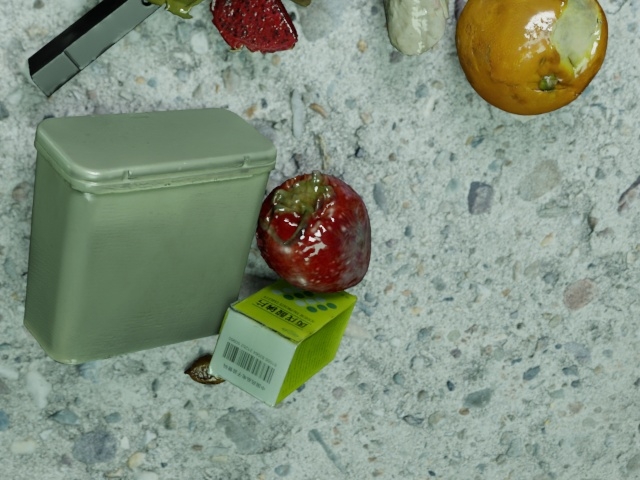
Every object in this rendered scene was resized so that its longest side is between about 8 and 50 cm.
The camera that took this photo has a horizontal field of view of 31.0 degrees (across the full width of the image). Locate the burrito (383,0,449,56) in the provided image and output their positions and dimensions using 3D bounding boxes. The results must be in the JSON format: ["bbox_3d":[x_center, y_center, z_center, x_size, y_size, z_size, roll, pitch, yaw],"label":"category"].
[{"bbox_3d":[0.135,-0.444,1.757,0.105,0.143,0.299,-3,116,11],"label":"burrito"}]

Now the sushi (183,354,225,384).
[{"bbox_3d":[-0.195,0.232,2.079,0.099,0.047,0.050,11,103,-3],"label":"sushi"}]

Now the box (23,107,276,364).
[{"bbox_3d":[-0.273,-0.010,1.794,0.352,0.177,0.344,-9,125,-38],"label":"box"}]

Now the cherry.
[{"bbox_3d":[0.000,0.000,1.932,0.175,0.192,0.250,-10,140,34],"label":"cherry"}]

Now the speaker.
[{"bbox_3d":[-0.338,-0.307,1.718,0.218,0.082,0.044,-37,121,6],"label":"speaker"}]

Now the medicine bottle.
[{"bbox_3d":[-0.062,0.158,1.949,0.137,0.250,0.141,29,116,16],"label":"medicine bottle"}]

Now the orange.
[{"bbox_3d":[0.333,-0.317,1.831,0.240,0.240,0.240,-7,120,-13],"label":"orange"}]

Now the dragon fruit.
[{"bbox_3d":[-0.108,-0.347,1.771,0.106,0.083,0.162,-31,97,12],"label":"dragon fruit"}]

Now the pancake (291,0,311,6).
[{"bbox_3d":[-0.005,-0.451,1.770,0.184,0.020,0.190,-11,126,-19],"label":"pancake"}]

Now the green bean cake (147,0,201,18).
[{"bbox_3d":[-0.137,-0.458,1.618,0.310,0.202,0.285,-31,150,27],"label":"green bean cake"}]
